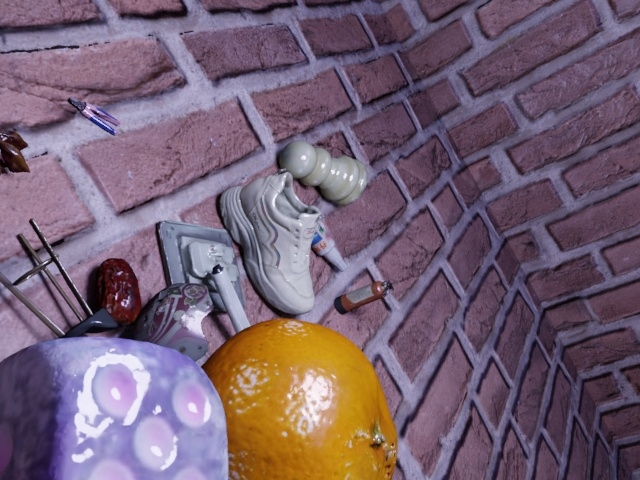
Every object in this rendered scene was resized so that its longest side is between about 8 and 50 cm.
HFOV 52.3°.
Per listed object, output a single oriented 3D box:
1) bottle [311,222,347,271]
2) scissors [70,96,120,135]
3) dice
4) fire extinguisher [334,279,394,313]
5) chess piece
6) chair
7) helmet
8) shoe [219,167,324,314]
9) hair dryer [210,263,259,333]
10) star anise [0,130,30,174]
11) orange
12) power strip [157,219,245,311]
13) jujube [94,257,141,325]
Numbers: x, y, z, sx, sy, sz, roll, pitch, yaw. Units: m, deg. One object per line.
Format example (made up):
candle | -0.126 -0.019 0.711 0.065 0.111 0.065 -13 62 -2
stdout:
bottle | 0.000 0.000 1.735 0.217 0.060 0.060 48 35 -22
scissors | -0.451 -0.252 1.304 0.113 0.012 0.039 34 42 -39
dice | -0.305 0.297 0.878 0.271 0.270 0.270 27 48 -45
fire extinguisher | 0.119 0.143 1.695 0.050 0.177 0.062 55 32 -16
chess piece | -0.003 -0.201 1.811 0.251 0.144 0.144 21 51 -42
chair | -0.429 0.082 1.033 0.095 0.104 0.221 -44 102 -30
helmet | -0.273 0.149 1.157 0.107 0.153 0.177 23 50 -30
shoe | -0.075 0.001 1.483 0.342 0.210 0.132 62 31 -4
hair dryer | -0.170 0.158 1.317 0.131 0.073 0.236 -46 124 -56
star anise | -0.548 -0.158 1.055 0.168 0.057 0.168 34 43 -40
orange | -0.045 0.342 1.131 0.424 0.326 0.424 5 85 -62
power strip | -0.230 0.050 1.362 0.213 0.064 0.198 8 60 -52
jujube | -0.357 0.089 1.145 0.077 0.077 0.129 24 40 -46
